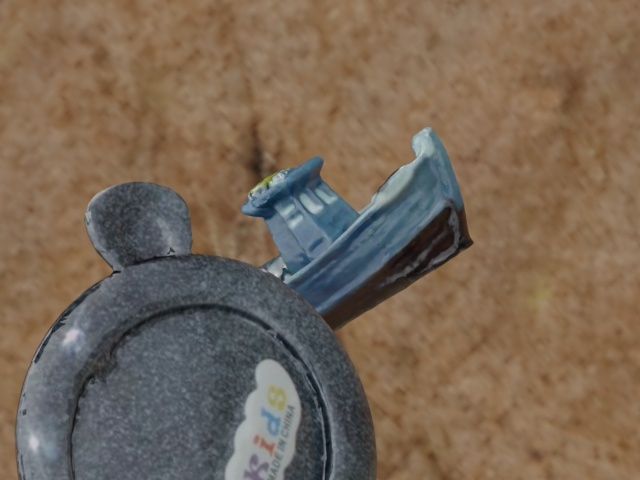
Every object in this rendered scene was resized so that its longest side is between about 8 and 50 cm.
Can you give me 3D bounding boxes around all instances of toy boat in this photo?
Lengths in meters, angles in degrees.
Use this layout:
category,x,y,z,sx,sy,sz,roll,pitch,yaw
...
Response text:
category,x,y,z,sx,sy,sz,roll,pitch,yaw
toy boat,0.000,0.000,0.742,0.137,0.061,0.060,-29,7,41

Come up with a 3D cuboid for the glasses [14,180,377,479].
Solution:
category,x,y,z,sx,sy,sz,roll,pitch,yaw
glasses,-0.118,0.116,0.562,0.234,0.118,0.268,-53,13,-27
